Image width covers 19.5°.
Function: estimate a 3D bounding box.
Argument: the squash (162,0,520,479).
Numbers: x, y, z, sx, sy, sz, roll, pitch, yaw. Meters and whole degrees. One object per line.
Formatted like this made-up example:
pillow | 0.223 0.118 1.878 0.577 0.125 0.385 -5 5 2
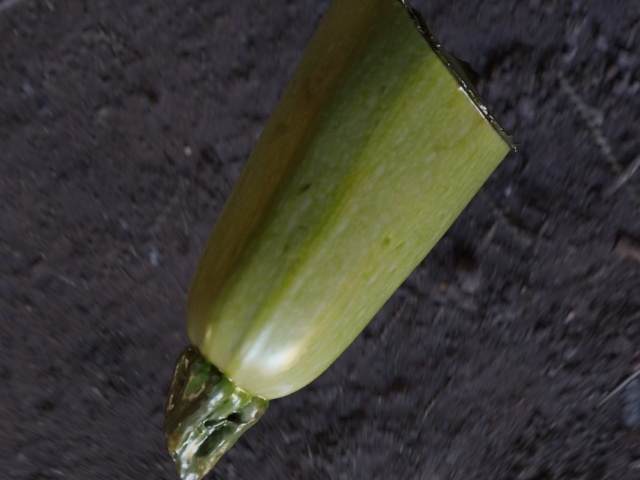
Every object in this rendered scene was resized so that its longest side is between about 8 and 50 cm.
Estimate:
squash | 0.004 -0.003 0.969 0.137 0.137 0.287 30 77 7
